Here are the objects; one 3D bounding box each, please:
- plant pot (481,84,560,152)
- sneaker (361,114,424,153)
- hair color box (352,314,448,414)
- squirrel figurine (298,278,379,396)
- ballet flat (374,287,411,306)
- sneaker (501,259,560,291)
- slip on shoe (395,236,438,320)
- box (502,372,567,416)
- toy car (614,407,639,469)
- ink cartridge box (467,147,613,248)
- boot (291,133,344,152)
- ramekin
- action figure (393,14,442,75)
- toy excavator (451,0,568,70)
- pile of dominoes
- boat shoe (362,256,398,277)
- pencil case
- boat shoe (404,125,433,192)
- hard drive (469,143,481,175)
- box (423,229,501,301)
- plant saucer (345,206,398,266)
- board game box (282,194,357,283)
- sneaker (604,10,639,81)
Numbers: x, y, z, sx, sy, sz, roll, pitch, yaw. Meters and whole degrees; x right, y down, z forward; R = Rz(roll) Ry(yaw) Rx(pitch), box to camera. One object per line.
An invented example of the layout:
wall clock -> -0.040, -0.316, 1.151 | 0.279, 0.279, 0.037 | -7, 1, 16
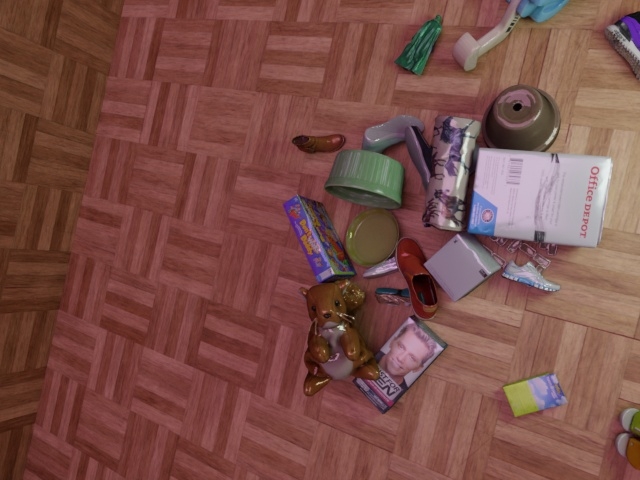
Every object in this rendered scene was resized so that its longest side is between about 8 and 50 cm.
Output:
plant pot -> 0.680, -0.420, 1.634 | 0.262, 0.229, 0.263 | -2, 85, 24
sneaker -> 0.277, -0.410, 1.900 | 0.255, 0.151, 0.094 | -15, 75, -12
hair color box -> 0.298, 0.466, 1.815 | 0.174, 0.105, 0.347 | 43, 103, 21
squirrel figurine -> 0.040, 0.299, 1.776 | 0.280, 0.397, 0.371 | -12, 113, 10
ballet flat -> 0.312, 0.221, 1.857 | 0.206, 0.073, 0.067 | 1, 114, 28
sneaker -> 0.730, 0.118, 1.646 | 0.190, 0.071, 0.083 | 19, 91, 17
slip on shoe -> 0.362, 0.127, 1.771 | 0.122, 0.101, 0.332 | -4, 61, -10
box -> 0.733, 0.526, 1.641 | 0.178, 0.042, 0.109 | -25, 77, 21
toy car -> 1.012, 0.612, 1.465 | 0.136, 0.159, 0.182 | 10, 90, -9
ink cartridge box -> 0.711, -0.144, 1.590 | 0.394, 0.166, 0.286 | 9, 98, 19
boot -> -0.011, -0.411, 1.995 | 0.197, 0.152, 0.073 | -13, 81, 24
ramekin -> 0.176, -0.232, 1.823 | 0.303, 0.303, 0.148 | 12, 84, 25
action figure -> 0.405, -0.773, 1.878 | 0.137, 0.063, 0.232 | 38, 106, 24
toy excavator -> 0.711, -0.825, 1.670 | 0.432, 0.445, 0.222 | -27, 69, -22
pile of dominoes -> 0.703, 0.016, 1.710 | 0.251, 0.040, 0.196 | 39, 102, 14
boat shoe -> 0.250, 0.100, 1.888 | 0.184, 0.066, 0.063 | -21, 67, 23
pencil case -> 0.459, -0.238, 1.678 | 0.159, 0.183, 0.411 | 8, 94, 18
boat shoe -> 0.407, -0.297, 1.802 | 0.091, 0.114, 0.303 | -23, 97, -5
hard drive -> 0.551, -0.295, 1.797 | 0.135, 0.022, 0.094 | -42, 71, 17
box -> 0.506, 0.091, 1.714 | 0.182, 0.119, 0.181 | -48, 68, 32
plant saucer -> 0.210, -0.011, 1.902 | 0.240, 0.037, 0.241 | -13, 68, 34
board game box -> 0.000, 0.000, 1.917 | 0.078, 0.233, 0.347 | -31, 75, 20
sneaker -> 1.066, -0.621, 1.537 | 0.146, 0.102, 0.294 | -33, 73, 19
